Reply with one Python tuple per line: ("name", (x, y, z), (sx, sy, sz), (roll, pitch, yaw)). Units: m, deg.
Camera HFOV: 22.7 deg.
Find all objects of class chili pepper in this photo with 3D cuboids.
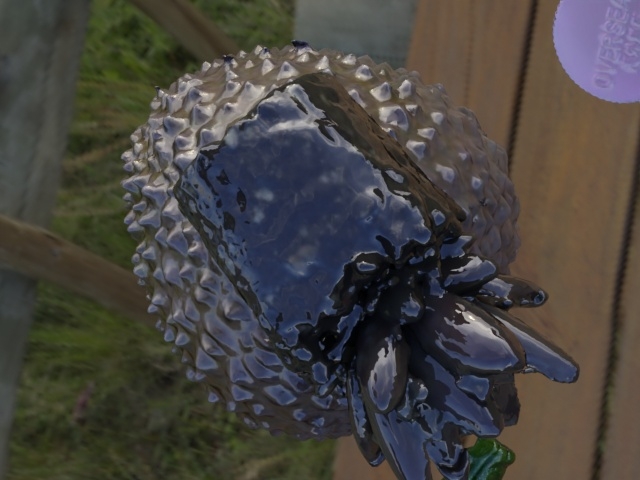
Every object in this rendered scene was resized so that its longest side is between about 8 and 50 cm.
("chili pepper", (0.117, 0.261, 1.568), (0.182, 0.073, 0.050), (-36, 49, -24))

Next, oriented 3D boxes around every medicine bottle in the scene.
("medicine bottle", (0.418, -0.292, 2.009), (0.178, 0.290, 0.178), (11, 115, 25))

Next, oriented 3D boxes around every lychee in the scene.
("lychee", (0.000, 0.000, 1.514), (0.432, 0.380, 0.380), (34, 90, 23))

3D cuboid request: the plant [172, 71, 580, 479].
("plant", (0.035, 0.041, 1.195), (0.194, 0.181, 0.321), (-40, 86, 15))
